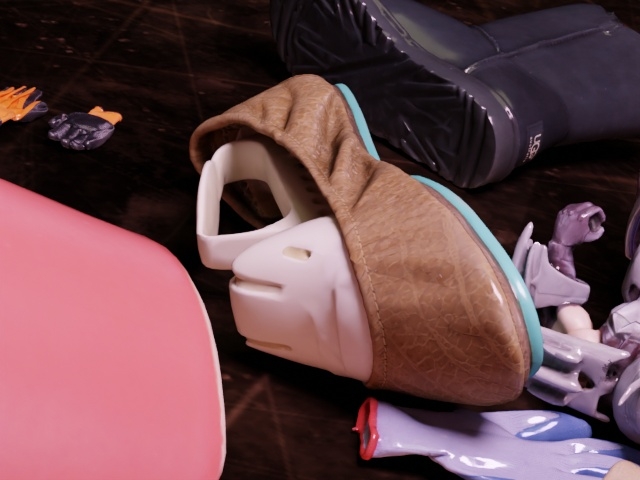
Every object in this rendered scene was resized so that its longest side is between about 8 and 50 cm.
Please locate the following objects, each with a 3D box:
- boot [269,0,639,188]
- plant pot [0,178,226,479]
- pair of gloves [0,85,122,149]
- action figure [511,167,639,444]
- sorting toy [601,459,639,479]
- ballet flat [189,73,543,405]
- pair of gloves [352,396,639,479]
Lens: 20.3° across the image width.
[{"bbox_3d":[0.110,-0.133,1.288,0.207,0.094,0.246,-18,45,-42],"label":"boot"},{"bbox_3d":[-0.178,0.076,0.553,0.243,0.275,0.275,12,23,-27],"label":"plant pot"},{"bbox_3d":[-0.174,-0.078,1.144,0.083,0.010,0.074,19,24,7],"label":"pair of gloves"},{"bbox_3d":[0.195,0.031,0.964,0.185,0.099,0.285,26,27,5],"label":"action figure"},{"bbox_3d":[0.209,0.215,0.670,0.307,0.041,0.229,29,33,16],"label":"sorting toy"},{"bbox_3d":[0.000,0.000,0.959,0.124,0.116,0.342,-13,30,-13],"label":"ballet flat"},{"bbox_3d":[0.089,0.128,0.818,0.159,0.023,0.198,10,24,0],"label":"pair of gloves"}]
